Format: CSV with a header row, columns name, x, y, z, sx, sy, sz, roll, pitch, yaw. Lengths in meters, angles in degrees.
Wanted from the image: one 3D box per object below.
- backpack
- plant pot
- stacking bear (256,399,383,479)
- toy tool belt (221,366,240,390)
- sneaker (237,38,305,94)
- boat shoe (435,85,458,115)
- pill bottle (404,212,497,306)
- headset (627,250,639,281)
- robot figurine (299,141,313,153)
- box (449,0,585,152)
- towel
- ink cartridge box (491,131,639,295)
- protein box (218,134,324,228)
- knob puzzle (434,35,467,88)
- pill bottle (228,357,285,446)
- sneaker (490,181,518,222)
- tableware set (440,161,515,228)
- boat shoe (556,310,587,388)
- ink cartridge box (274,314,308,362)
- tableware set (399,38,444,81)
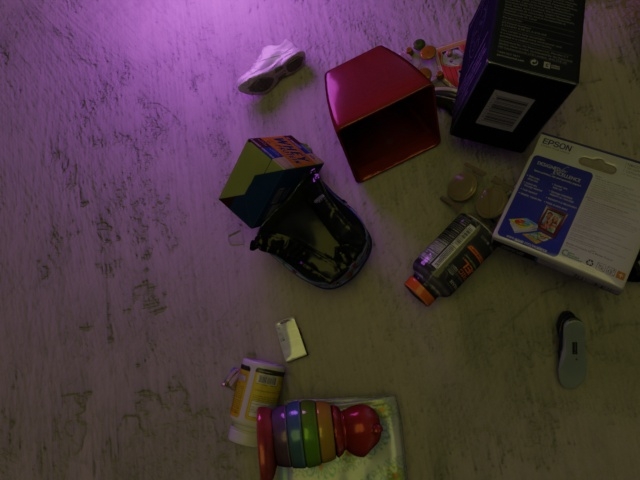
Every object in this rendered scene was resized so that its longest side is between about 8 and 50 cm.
name,x,y,z,sx,sy,sz,roll,pitch,yaw
backpack,0.000,0.000,1.459,0.263,0.213,0.276,42,93,25
plant pot,0.149,-0.365,1.504,0.267,0.267,0.236,-26,61,3
stacking bear,0.002,0.459,1.294,0.288,0.175,0.164,-6,83,-2
toy tool belt,-0.233,0.369,1.496,0.051,0.052,0.083,4,43,36
sneaker,-0.165,-0.538,1.689,0.232,0.090,0.115,-32,66,-7
boat shoe,0.403,-0.369,1.536,0.223,0.080,0.074,19,76,10
pill bottle,0.331,0.057,1.423,0.246,0.130,0.130,-46,73,-1
headset,0.718,-0.019,1.388,0.393,0.185,0.244,6,73,-4
robot figurine,-0.049,-0.226,1.593,0.101,0.067,0.115,-22,74,33
box,0.494,-0.479,1.384,0.211,0.293,0.396,14,68,1
towel,0.056,0.583,1.371,0.320,0.090,0.375,-7,76,10
ink cartridge box,0.610,-0.072,1.295,0.303,0.072,0.307,25,76,22
protein box,-0.131,-0.163,1.489,0.136,0.201,0.200,41,119,16
knob puzzle,0.436,-0.509,1.589,0.213,0.030,0.213,-2,77,10
pill bottle,-0.171,0.423,1.436,0.119,0.119,0.209,11,79,13
sneaker,0.522,-0.102,1.460,0.162,0.063,0.073,-43,78,0
tableware set,0.425,-0.118,1.462,0.128,0.039,0.194,-56,43,9
boat shoe,0.621,0.269,1.357,0.065,0.083,0.184,1,104,11
ink cartridge box,-0.081,0.270,1.502,0.062,0.029,0.115,-21,73,6
tableware set,0.305,-0.525,1.616,0.104,0.024,0.154,-39,67,7
